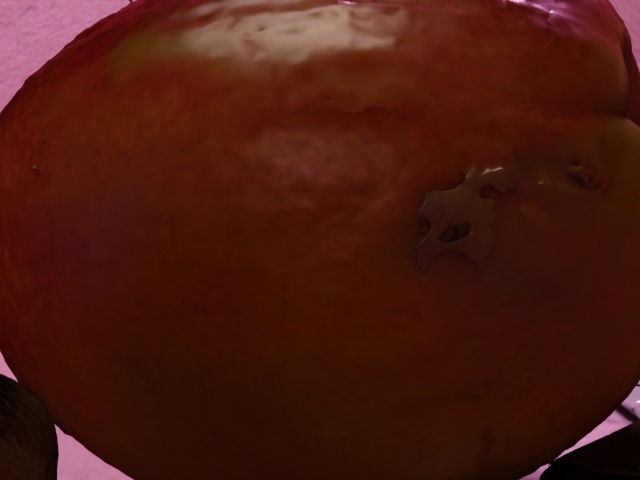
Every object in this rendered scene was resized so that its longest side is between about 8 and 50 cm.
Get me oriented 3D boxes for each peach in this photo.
[{"bbox_3d":[-0.001,-0.002,0.986,0.372,0.290,0.372,-15,5,1],"label":"peach"}]

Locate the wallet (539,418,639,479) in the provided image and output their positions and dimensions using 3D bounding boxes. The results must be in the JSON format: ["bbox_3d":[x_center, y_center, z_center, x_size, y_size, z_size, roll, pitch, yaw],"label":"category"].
[{"bbox_3d":[0.211,0.095,0.964,0.198,0.031,0.110,-18,11,-39],"label":"wallet"}]

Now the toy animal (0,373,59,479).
[{"bbox_3d":[-0.173,0.126,0.805,0.089,0.179,0.188,-8,34,39],"label":"toy animal"}]

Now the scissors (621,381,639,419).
[{"bbox_3d":[0.174,0.083,1.166,0.144,0.017,0.247,-15,10,-21],"label":"scissors"}]
